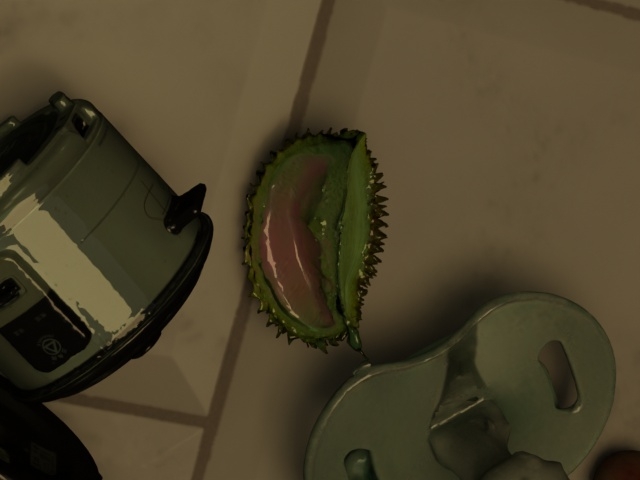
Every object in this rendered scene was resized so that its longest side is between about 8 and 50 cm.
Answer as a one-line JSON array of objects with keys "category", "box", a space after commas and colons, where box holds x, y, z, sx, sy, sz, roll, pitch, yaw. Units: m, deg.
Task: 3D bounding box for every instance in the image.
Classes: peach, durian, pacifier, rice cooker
[{"category": "peach", "box": [0.328, 0.261, 2.100, 0.083, 0.083, 0.083, -4, 105, -16]}, {"category": "durian", "box": [0.001, -0.001, 1.922, 0.095, 0.137, 0.220, -7, 101, -62]}, {"category": "pacifier", "box": [0.163, 0.220, 1.940, 0.343, 0.269, 0.288, -28, 124, -5]}, {"category": "rice cooker", "box": [-0.228, 0.016, 1.776, 0.280, 0.241, 0.227, -34, 110, 19]}]

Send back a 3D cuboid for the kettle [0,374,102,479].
[{"category": "kettle", "box": [-0.349, 0.308, 1.825, 0.321, 0.228, 0.324, 32, 100, -23]}]
